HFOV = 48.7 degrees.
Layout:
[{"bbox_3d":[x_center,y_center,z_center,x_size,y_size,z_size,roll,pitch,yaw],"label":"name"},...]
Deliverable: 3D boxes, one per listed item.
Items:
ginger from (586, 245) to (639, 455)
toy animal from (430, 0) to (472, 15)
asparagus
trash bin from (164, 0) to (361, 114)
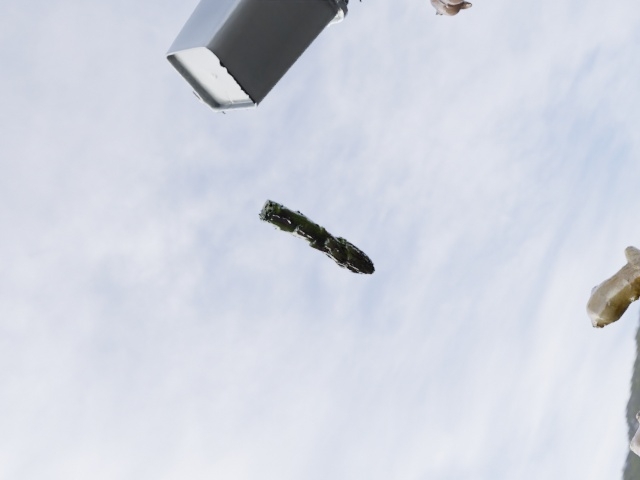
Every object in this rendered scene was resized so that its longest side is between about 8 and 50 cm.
[{"bbox_3d":[0.287,0.094,0.556,0.052,0.193,0.176,-3,-52,-44],"label":"ginger"},{"bbox_3d":[0.300,-0.559,1.613,0.089,0.150,0.083,-26,-88,1],"label":"toy animal"},{"bbox_3d":[0.000,0.000,0.867,0.165,0.030,0.036,31,-95,-14],"label":"asparagus"},{"bbox_3d":[-0.127,-0.466,1.506,0.256,0.296,0.367,49,-117,-36],"label":"trash bin"}]
